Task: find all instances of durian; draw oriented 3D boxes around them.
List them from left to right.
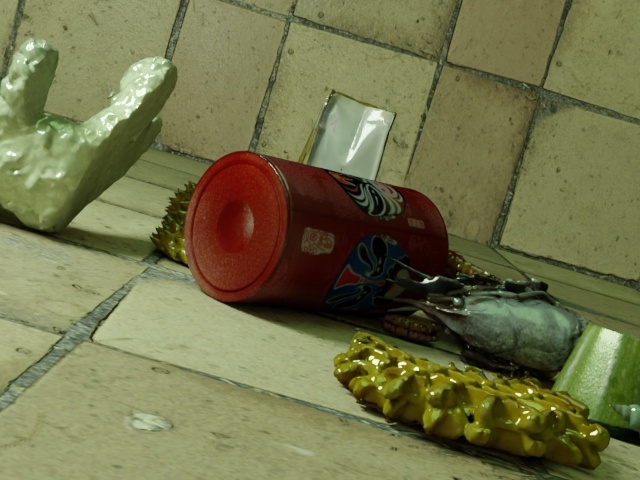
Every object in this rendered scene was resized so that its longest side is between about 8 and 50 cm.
[{"bbox_3d":[-0.149,-0.020,1.762,0.250,0.137,0.183,29,5,38],"label":"durian"}]

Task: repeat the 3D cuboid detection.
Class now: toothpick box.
[{"bbox_3d":[0.000,0.000,1.625,0.333,0.204,0.204,9,10,-45],"label":"toothpick box"}]

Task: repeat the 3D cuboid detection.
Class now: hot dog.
[{"bbox_3d":[0.273,0.166,1.665,0.137,0.028,0.044,22,-18,24],"label":"hot dog"}]

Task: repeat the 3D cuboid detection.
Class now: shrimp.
[{"bbox_3d":[0.237,0.100,1.602,0.343,0.116,0.145,18,32,-6],"label":"shrimp"}]

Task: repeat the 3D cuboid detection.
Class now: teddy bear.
[{"bbox_3d":[-0.457,-0.190,1.656,0.362,0.375,0.327,34,-35,1],"label":"teddy bear"}]

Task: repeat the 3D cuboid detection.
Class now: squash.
[{"bbox_3d":[0.381,0.180,1.469,0.170,0.122,0.170,17,1,0],"label":"squash"}]

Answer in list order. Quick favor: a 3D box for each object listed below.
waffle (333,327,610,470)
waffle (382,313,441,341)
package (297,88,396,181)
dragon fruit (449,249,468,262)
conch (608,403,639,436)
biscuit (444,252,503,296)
[{"bbox_3d":[0.160,0.164,1.239,0.293,0.069,0.260,14,6,-9],"label":"waffle"},{"bbox_3d":[0.127,0.123,1.656,0.083,0.029,0.075,16,3,27],"label":"waffle"},{"bbox_3d":[0.019,-0.134,2.293,0.165,0.311,0.221,18,8,-8],"label":"package"},{"bbox_3d":[0.197,0.054,2.175,0.191,0.094,0.094,11,7,-9],"label":"dragon fruit"},{"bbox_3d":[0.411,0.230,1.350,0.180,0.065,0.088,29,-15,-4],"label":"conch"},{"bbox_3d":[0.235,0.088,1.812,0.305,0.038,0.305,30,-10,6],"label":"biscuit"}]
